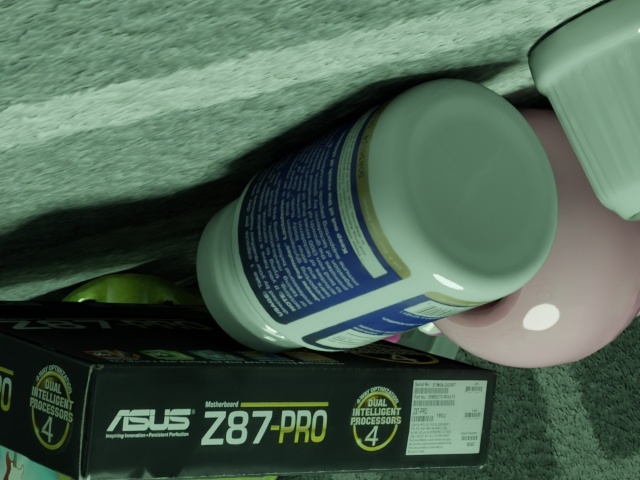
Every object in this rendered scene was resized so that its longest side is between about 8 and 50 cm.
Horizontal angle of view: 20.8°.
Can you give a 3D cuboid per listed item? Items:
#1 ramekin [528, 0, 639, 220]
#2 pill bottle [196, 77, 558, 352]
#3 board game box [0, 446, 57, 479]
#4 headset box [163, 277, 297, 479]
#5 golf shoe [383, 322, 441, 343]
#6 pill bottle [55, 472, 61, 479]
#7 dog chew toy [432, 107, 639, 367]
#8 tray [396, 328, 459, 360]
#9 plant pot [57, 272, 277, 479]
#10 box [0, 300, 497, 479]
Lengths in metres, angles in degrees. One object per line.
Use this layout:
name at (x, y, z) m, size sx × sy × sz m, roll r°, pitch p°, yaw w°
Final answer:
ramekin at (0.283, -0.104, 1.149) m, size 0.272 × 0.127 × 0.273 m, roll -17°, pitch 174°, yaw -2°
pill bottle at (0.030, -0.005, 1.236) m, size 0.153 × 0.153 × 0.264 m, roll -12°, pitch 173°, yaw -37°
board game box at (-0.342, 0.238, 1.568) m, size 0.079 × 0.336 × 0.254 m, roll -20°, pitch 173°, yaw 28°
headset box at (-0.046, 0.154, 2.050) m, size 0.131 × 0.246 × 0.283 m, roll -22°, pitch 173°, yaw 40°
golf shoe at (0.153, 0.021, 1.883) m, size 0.306 × 0.140 × 0.115 m, roll -22°, pitch 170°, yaw 34°
pill bottle at (-0.319, 0.234, 2.205) m, size 0.363 × 0.210 × 0.210 m, roll -13°, pitch 173°, yaw -33°
dog chew toy at (0.217, -0.018, 1.429) m, size 0.206 × 0.207 × 0.332 m, roll -22°, pitch 176°, yaw 43°
tray at (0.043, 0.111, 2.229) m, size 0.270 × 0.030 × 0.145 m, roll 10°, pitch -148°, yaw 12°
plant pot at (-0.174, 0.149, 1.761) m, size 0.276 × 0.276 × 0.254 m, roll -17°, pitch 162°, yaw 1°
box at (-0.103, 0.117, 1.422) m, size 0.395 × 0.097 × 0.318 m, roll 4°, pitch -176°, yaw -38°
